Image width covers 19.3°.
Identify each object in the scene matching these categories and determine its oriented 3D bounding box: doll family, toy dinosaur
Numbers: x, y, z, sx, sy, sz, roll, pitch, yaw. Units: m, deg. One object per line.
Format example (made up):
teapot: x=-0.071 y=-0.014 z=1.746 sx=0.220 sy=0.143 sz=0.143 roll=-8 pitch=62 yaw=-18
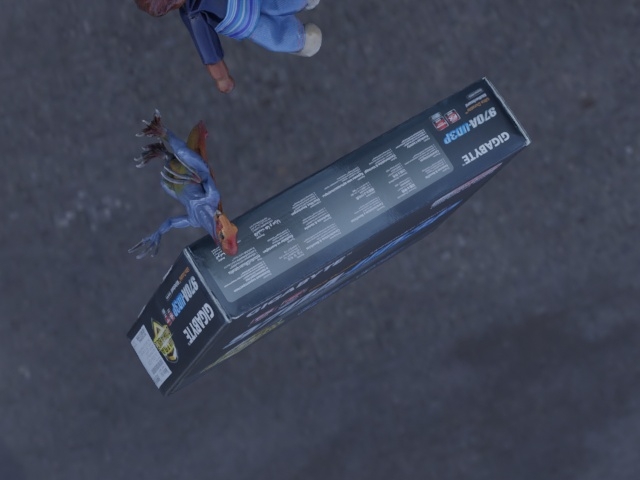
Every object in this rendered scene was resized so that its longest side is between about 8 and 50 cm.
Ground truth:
doll family: x=-0.039 y=-0.166 z=0.862 sx=0.076 sy=0.193 sz=0.111 roll=-19 pitch=167 yaw=30
toy dinosaur: x=-0.056 y=-0.027 z=0.906 sx=0.090 sy=0.082 sz=0.047 roll=-30 pitch=154 yaw=-40

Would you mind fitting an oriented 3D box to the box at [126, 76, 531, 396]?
box: x=0.000 y=0.000 z=1.118 sx=0.220 sy=0.051 sz=0.175 roll=-31 pitch=173 yaw=-24
